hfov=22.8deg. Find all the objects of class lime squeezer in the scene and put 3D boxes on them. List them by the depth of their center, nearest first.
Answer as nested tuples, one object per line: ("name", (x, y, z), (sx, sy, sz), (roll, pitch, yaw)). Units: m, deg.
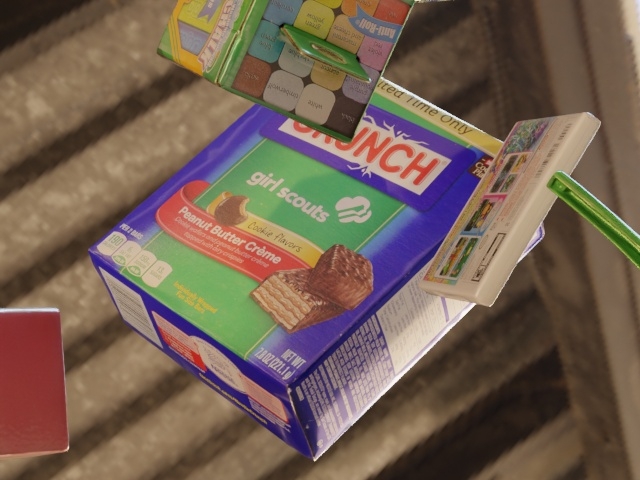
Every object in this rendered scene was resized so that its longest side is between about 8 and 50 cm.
("lime squeezer", (0.235, 0.081, 0.994), (0.110, 0.310, 0.059), (-10, -35, -7))

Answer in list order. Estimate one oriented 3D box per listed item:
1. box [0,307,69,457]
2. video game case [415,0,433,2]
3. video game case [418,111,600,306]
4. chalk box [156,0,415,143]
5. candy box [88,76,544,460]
("box", (-0.347, 0.126, 1.322), (0.232, 0.149, 0.126), (0, -99, -38))
("video game case", (0.179, -0.266, 1.312), (0.232, 0.041, 0.210), (-9, -17, -23))
("video game case", (0.139, -0.024, 1.189), (0.019, 0.143, 0.157), (33, -96, -12))
("chalk box", (-0.023, -0.170, 1.285), (0.132, 0.213, 0.132), (22, -85, -28))
("candy box", (0.000, 0.000, 1.446), (0.317, 0.268, 0.122), (-42, -37, -23))
